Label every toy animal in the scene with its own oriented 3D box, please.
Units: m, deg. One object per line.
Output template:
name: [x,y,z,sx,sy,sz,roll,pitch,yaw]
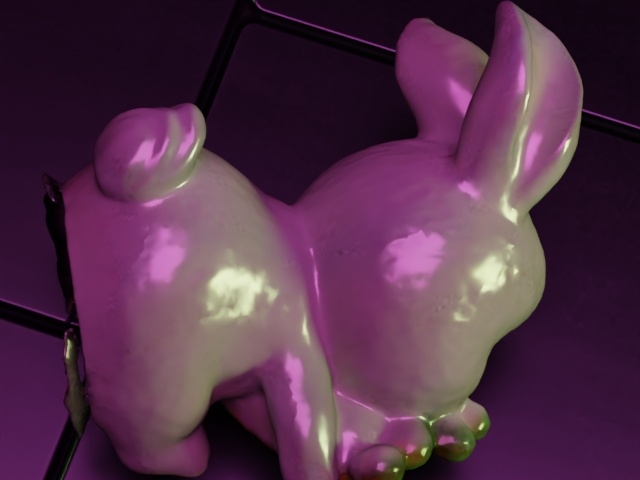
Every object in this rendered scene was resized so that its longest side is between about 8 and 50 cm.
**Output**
toy animal: [0.001,0.005,1.007,0.310,0.183,0.247,-10,101,-5]
